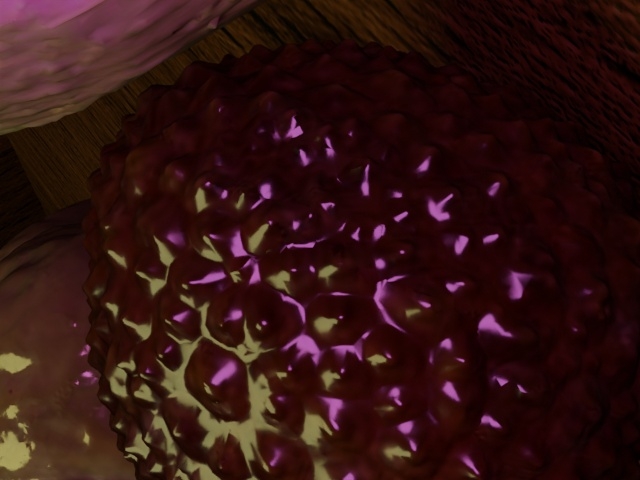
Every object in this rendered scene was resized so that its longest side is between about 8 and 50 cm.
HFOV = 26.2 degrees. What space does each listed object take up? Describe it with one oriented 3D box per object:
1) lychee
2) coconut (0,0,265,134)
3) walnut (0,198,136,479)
[{"bbox_3d":[0.021,0.043,0.638,0.304,0.276,0.276,45,172,-28],"label":"lychee"},{"bbox_3d":[-0.190,-0.223,0.576,0.404,0.404,0.404,51,165,19],"label":"coconut"},{"bbox_3d":[-0.140,0.122,1.180,0.381,0.381,0.381,51,165,19],"label":"walnut"}]
